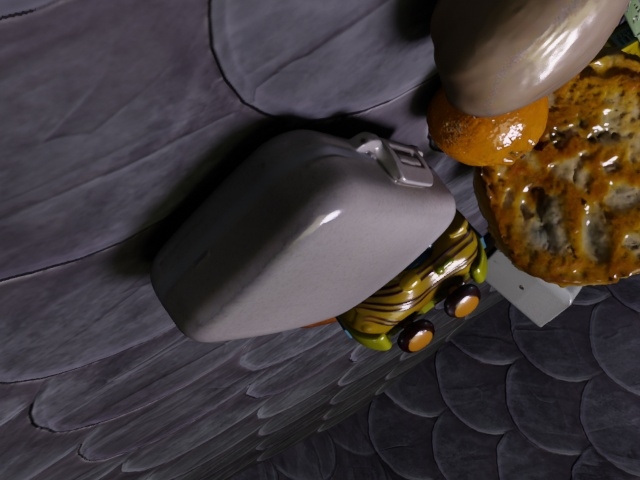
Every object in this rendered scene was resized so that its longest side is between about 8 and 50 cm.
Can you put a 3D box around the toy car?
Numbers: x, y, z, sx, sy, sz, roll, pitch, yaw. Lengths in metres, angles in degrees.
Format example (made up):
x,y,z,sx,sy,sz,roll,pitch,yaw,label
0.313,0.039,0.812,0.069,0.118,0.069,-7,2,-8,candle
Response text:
x,y,z,sx,sy,sz,roll,pitch,yaw,label
0.117,0.036,1.059,0.248,0.200,0.142,-38,139,-3,toy car

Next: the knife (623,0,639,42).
x,y,z,sx,sy,sz,roll,pitch,yaw,label
0.436,-0.278,0.973,0.030,0.014,0.207,-48,142,15,knife

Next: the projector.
x,y,z,sx,sy,sz,roll,pitch,yaw,label
0.503,0.054,1.720,0.177,0.242,0.163,-43,169,-38,projector

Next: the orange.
x,y,z,sx,sy,sz,roll,pitch,yaw,label
0.191,-0.142,0.814,0.135,0.117,0.135,-36,159,-16,orange

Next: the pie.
x,y,z,sx,sy,sz,roll,pitch,yaw,label
0.334,-0.086,0.917,0.315,0.315,0.092,-39,-177,14,pie

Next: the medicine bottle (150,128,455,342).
x,y,z,sx,sy,sz,roll,pitch,yaw,label
0.000,0.000,0.826,0.282,0.123,0.375,-44,159,22,medicine bottle

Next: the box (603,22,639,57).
x,y,z,sx,sy,sz,roll,pitch,yaw,label
0.508,-0.308,1.086,0.279,0.041,0.153,-31,161,-11,box

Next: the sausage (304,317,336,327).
x,y,z,sx,sy,sz,roll,pitch,yaw,label
0.004,0.100,1.174,0.076,0.076,0.197,-42,161,21,sausage

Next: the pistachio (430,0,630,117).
x,y,z,sx,sy,sz,roll,pitch,yaw,label
0.180,-0.197,0.622,0.144,0.144,0.215,-13,154,-50,pistachio
